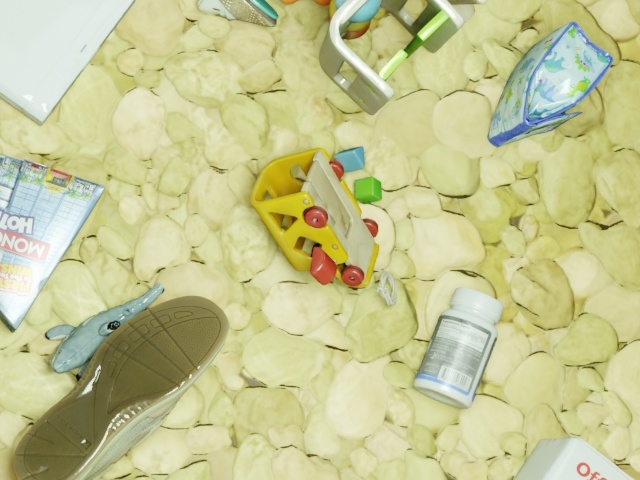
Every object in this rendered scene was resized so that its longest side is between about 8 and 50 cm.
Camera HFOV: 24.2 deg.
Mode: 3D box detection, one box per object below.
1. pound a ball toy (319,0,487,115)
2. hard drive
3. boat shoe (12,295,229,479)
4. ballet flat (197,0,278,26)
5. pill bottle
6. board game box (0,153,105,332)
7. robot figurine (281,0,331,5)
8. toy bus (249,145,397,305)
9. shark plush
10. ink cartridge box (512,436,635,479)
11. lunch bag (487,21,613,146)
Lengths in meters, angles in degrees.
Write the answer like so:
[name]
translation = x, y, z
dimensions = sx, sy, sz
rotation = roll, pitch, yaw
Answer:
[pound a ball toy]
translation = 0.093, -0.274, 1.793
dimensions = 0.136, 0.319, 0.208
rotation = 45, 89, -3
[hard drive]
translation = -0.403, -0.308, 1.792
dimensions = 0.307, 0.040, 0.203
rotation = 36, 75, -7
[boat shoe]
translation = -0.227, 0.186, 1.738
dimensions = 0.109, 0.098, 0.302
rotation = 40, 76, 17
[ballet flat]
translation = -0.143, -0.326, 1.855
dimensions = 0.067, 0.073, 0.206
rotation = -44, 91, 11
[pill bottle]
translation = 0.174, 0.133, 1.854
dimensions = 0.078, 0.078, 0.137
rotation = 25, 77, -9
[board game box]
translation = -0.375, 0.000, 1.744
dimensions = 0.194, 0.060, 0.194
rotation = 18, 77, -11
[robot figurine]
translation = 0.034, -0.375, 1.839
dimensions = 0.219, 0.158, 0.128
rotation = -24, 72, 18
[toy bus]
translation = -0.004, -0.012, 1.815
dimensions = 0.104, 0.191, 0.202
rotation = -12, 82, 28
[shark plush]
translation = -0.247, 0.110, 1.756
dimensions = 0.161, 0.067, 0.073
rotation = -24, 88, -16
[ink cartridge box]
translation = 0.291, 0.408, 1.823
dimensions = 0.201, 0.117, 0.278
rotation = 39, 75, -6
[lunch bag]
translation = 0.284, -0.188, 1.901
dimensions = 0.096, 0.129, 0.151
rotation = 43, 74, -4
